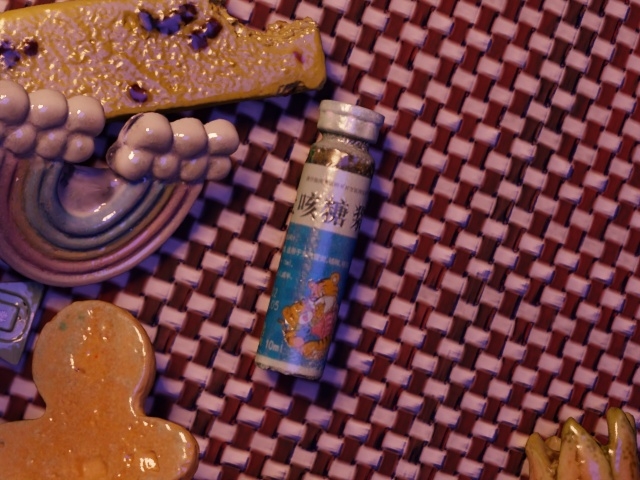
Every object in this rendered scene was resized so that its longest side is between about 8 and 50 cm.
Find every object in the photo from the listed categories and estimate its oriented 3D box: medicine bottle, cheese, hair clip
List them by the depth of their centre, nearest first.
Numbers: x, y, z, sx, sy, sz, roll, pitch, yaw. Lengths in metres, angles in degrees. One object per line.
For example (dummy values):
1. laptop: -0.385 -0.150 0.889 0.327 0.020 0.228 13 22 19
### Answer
1. hair clip: -0.170 -0.036 0.946 0.220 0.054 0.140 9 116 -33
2. cheese: -0.248 0.038 0.961 0.121 0.026 0.067 19 89 -16
3. medicine bottle: 0.000 0.000 1.014 0.051 0.051 0.191 14 89 -16

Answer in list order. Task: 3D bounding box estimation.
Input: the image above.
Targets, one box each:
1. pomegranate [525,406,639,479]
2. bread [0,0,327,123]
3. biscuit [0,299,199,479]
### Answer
1. pomegranate: 0.213 0.271 1.017 0.236 0.236 0.302 -18 74 -14
2. bread: -0.107 -0.126 0.978 0.226 0.049 0.088 -12 96 -15
3. biscuit: -0.152 0.155 0.955 0.153 0.030 0.234 -4 75 13
